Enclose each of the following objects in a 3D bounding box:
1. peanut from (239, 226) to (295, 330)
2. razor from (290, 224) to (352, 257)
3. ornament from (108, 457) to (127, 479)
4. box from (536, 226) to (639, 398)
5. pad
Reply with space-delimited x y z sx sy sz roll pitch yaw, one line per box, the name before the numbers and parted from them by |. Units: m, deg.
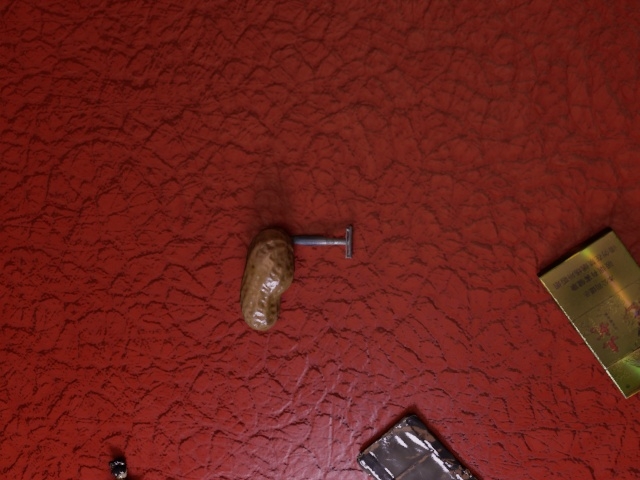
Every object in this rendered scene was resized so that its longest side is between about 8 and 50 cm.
peanut | -0.110 0.082 1.550 0.108 0.095 0.225 21 104 24
razor | 0.000 0.000 1.556 0.135 0.040 0.068 2 100 14
ornament | -0.437 0.597 1.709 0.081 0.088 0.203 -5 88 -11
box | 0.593 0.146 1.494 0.173 0.043 0.311 -35 95 12
pad | 0.214 0.502 1.628 0.233 0.022 0.174 45 102 -4
